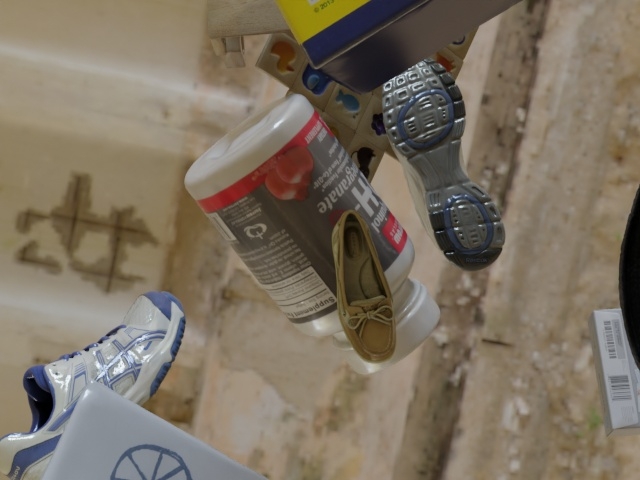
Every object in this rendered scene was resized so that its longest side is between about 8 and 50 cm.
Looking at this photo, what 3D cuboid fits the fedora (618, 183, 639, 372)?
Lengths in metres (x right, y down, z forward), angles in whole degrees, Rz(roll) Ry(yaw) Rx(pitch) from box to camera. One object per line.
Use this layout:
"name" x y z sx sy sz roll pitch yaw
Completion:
"fedora" 0.414 0.030 1.013 0.152 0.334 0.334 -136 58 -87

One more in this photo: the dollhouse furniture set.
"dollhouse furniture set" -0.066 -0.283 1.474 0.151 0.123 0.144 76 -170 -73

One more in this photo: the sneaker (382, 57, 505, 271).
"sneaker" 0.141 -0.095 1.577 0.129 0.111 0.297 130 125 -79

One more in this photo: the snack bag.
"snack bag" -0.162 0.355 1.173 0.037 0.323 0.342 -20 41 57

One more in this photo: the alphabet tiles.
"alphabet tiles" 0.070 -0.257 1.603 0.011 0.285 0.342 13 76 56

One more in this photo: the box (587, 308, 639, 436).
"box" 0.413 0.147 1.409 0.038 0.186 0.145 89 177 -68

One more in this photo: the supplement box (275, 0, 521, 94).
"supplement box" 0.013 -0.341 1.112 0.356 0.195 0.194 61 -167 7

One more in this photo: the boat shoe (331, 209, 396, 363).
"boat shoe" 0.042 0.046 1.215 0.048 0.056 0.153 89 173 -77

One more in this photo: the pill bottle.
"pill bottle" 0.000 0.000 1.442 0.176 0.318 0.176 -34 16 11

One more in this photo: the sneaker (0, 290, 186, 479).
"sneaker" -0.250 0.151 1.342 0.112 0.131 0.296 -43 18 46
